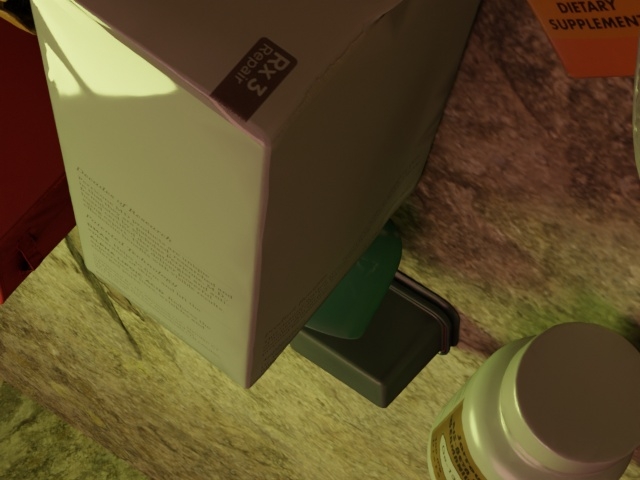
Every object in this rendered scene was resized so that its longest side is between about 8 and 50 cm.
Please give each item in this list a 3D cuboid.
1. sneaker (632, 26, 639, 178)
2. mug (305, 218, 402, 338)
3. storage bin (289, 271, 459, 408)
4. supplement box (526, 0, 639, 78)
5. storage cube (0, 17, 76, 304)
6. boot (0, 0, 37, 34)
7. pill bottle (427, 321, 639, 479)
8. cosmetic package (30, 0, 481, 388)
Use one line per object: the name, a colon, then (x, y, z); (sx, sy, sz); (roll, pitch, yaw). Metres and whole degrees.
sneaker: (0.208, -0.131, 0.515); (0.151, 0.094, 0.255); (-3, 124, -2)
mug: (-0.006, -0.002, 1.065); (0.129, 0.097, 0.158); (22, -168, -25)
storage bin: (0.038, 0.079, 1.178); (0.135, 0.091, 0.098); (33, 158, 20)
supplement box: (0.099, -0.180, 0.578); (0.078, 0.080, 0.233); (7, 139, 52)
storage cube: (-0.311, -0.086, 1.296); (0.215, 0.193, 0.183); (38, 159, 3)
boot: (-0.314, -0.275, 1.035); (0.220, 0.109, 0.283); (35, 161, 17)
pill bottle: (0.166, 0.144, 1.035); (0.131, 0.131, 0.229); (38, 159, 7)
cosmetic package: (-0.031, -0.083, 0.804); (0.156, 0.217, 0.385); (36, 157, 11)
